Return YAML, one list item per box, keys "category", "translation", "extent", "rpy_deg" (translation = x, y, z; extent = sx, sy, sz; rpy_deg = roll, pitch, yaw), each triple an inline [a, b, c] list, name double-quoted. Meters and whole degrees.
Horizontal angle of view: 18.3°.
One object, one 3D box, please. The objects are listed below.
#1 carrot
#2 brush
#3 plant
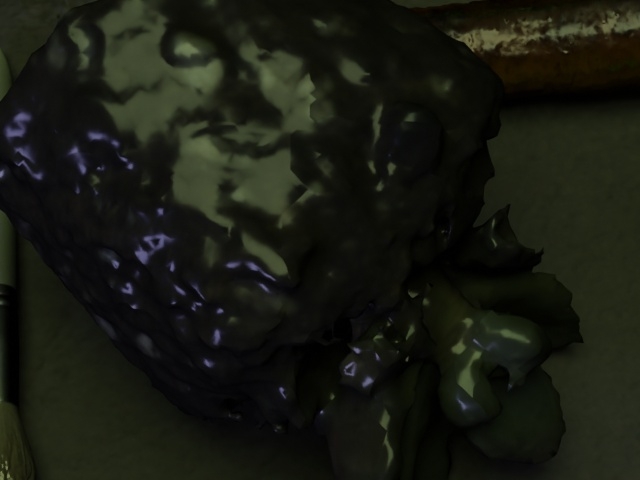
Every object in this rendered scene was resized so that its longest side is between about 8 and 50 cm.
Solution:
- category: "carrot"
  translation: [0.069, -0.109, 1.123]
  extent: [0.314, 0.066, 0.066]
  rpy_deg: [-4, 64, 2]
- category: "brush"
  translation: [-0.181, 0.017, 1.093]
  extent: [0.042, 0.039, 0.299]
  rpy_deg: [-7, 63, 1]
- category: "plant"
  translation: [0.000, 0.000, 0.994]
  extent: [0.312, 0.213, 0.215]
  rpy_deg: [44, 72, 11]
